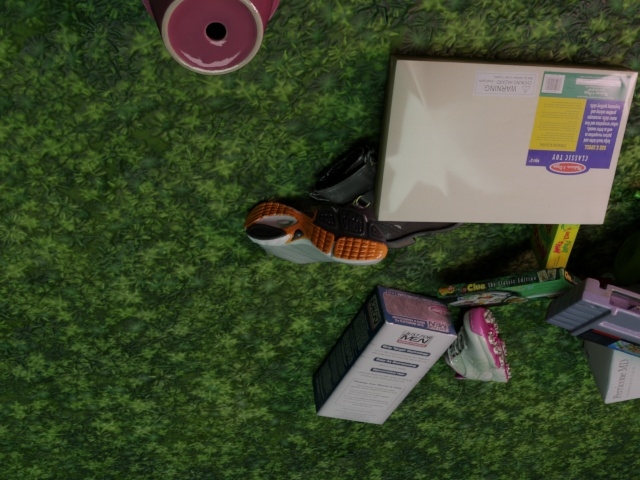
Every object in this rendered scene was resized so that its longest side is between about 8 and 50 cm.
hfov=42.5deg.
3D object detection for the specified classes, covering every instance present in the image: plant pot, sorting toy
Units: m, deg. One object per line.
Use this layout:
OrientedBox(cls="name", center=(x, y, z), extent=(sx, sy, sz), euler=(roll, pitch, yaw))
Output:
OrientedBox(cls="plant pot", center=(-0.145, -0.324, 1.090), extent=(0.201, 0.180, 0.201), euler=(-5, 135, -5))
OrientedBox(cls="sorting toy", center=(0.573, 0.026, 1.647), extent=(0.126, 0.127, 0.366), euler=(26, 132, -3))

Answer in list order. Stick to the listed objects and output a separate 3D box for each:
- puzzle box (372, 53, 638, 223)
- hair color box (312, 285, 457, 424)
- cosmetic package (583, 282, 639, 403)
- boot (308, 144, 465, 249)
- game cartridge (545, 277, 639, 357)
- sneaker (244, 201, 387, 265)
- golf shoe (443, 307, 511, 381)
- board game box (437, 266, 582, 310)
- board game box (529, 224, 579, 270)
OrientedBox(cls="puzzle box", center=(0.300, -0.160, 1.361), extent=(0.408, 0.052, 0.272), euler=(1, 113, -10))
OrientedBox(cls="hair color box", center=(0.130, 0.258, 1.793), extent=(0.173, 0.105, 0.347), euler=(13, 133, -22))
OrientedBox(cls="cosmetic package", center=(0.832, 0.198, 1.810), extent=(0.453, 0.162, 0.230), euler=(-11, 136, 3))
OrientedBox(cls="boot", center=(0.141, -0.093, 1.442), extent=(0.263, 0.091, 0.229), euler=(-30, 133, 24))
OrientedBox(cls="game cartridge", center=(0.629, 0.175, 1.563), extent=(0.355, 0.068, 0.230), euler=(18, 160, 3))
OrientedBox(cls="sneaker", center=(0.000, 0.000, 1.484), extent=(0.262, 0.099, 0.121), euler=(13, 158, 20))
OrientedBox(cls="golf shoe", center=(0.330, 0.240, 1.789), extent=(0.140, 0.115, 0.306), euler=(-10, 147, 15))
OrientedBox(cls="board game box", center=(0.379, 0.100, 1.642), extent=(0.259, 0.030, 0.136), euler=(-12, 156, 31))
OrientedBox(cls="board game box", center=(0.447, -0.029, 1.558), extent=(0.043, 0.092, 0.181), euler=(-4, 136, -6))
